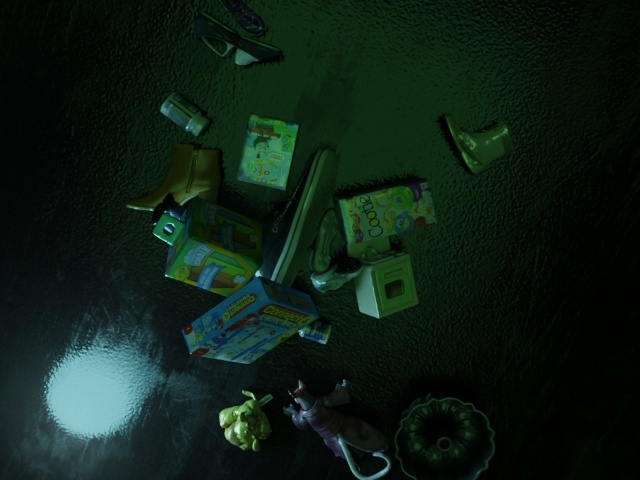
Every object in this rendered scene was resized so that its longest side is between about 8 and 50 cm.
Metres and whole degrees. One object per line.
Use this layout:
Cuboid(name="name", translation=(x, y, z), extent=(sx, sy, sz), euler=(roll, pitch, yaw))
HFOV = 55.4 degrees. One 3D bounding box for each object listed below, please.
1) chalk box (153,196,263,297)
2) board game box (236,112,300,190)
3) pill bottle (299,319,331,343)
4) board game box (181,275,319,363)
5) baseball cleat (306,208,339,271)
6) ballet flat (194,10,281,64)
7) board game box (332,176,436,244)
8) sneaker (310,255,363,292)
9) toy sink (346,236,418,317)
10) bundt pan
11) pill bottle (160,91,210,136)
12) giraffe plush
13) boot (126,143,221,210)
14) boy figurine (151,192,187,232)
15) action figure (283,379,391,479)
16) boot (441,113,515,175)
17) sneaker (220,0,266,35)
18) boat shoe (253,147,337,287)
Cuboid(name="chalk box", translation=(-0.330, 0.013, 1.743), extent=(0.289, 0.179, 0.180), euler=(21, 128, -24))
Cuboid(name="board game box", translation=(-0.164, -0.277, 1.909), extent=(0.160, 0.039, 0.211), euler=(12, 102, -2))
Cuboid(name="pill bottle", translation=(-0.029, 0.291, 1.999), extent=(0.120, 0.067, 0.067), euler=(18, 101, -3))
Cuboid(name="board game box", translation=(-0.204, 0.253, 1.862), extent=(0.302, 0.308, 0.086), euler=(-35, 61, 16))
Cuboid(name="baseball cleat", translation=(0.000, 0.000, 1.943), extent=(0.072, 0.109, 0.205), euler=(25, 70, -28))
Cuboid(name="ballet flat", translation=(-0.254, -0.589, 1.832), extent=(0.280, 0.095, 0.096), euler=(28, 110, 6))
Cuboid(name="board game box", translation=(0.192, -0.094, 1.866), extent=(0.275, 0.144, 0.142), euler=(-14, 100, -5))
Cuboid(name="sneaker", translation=(0.061, 0.112, 1.905), extent=(0.086, 0.237, 0.085), euler=(50, 55, -13))
Cuboid(name="toy sink", translation=(0.195, 0.103, 1.901), extent=(0.153, 0.131, 0.234), euler=(-16, 100, -24))
Cuboid(name="bundt pan", translation=(0.405, 0.649, 2.031), extent=(0.331, 0.124, 0.330), euler=(0, 101, 2))
Cuboid(name="pill bottle", translation=(-0.414, -0.385, 1.874), extent=(0.137, 0.078, 0.078), euler=(38, 99, -5))
Cuboid(name="giraffe plush", translation=(-0.242, 0.617, 2.013), extent=(0.181, 0.170, 0.210), euler=(36, 99, -5))
Cuboid(name="boot", translation=(-0.460, -0.197, 1.908), extent=(0.295, 0.104, 0.211), euler=(-1, 95, -3))
Cuboid(name="boy figurine", translation=(-0.368, -0.035, 1.880), extent=(0.285, 0.092, 0.177), euler=(31, 117, -32))
Cuboid(name="action figure", translation=(0.024, 0.602, 1.968), extent=(0.248, 0.275, 0.370), euler=(-41, 111, 14))
Cuboid(name="boot", translation=(0.484, -0.327, 1.869), extent=(0.165, 0.077, 0.213), euler=(-32, 104, 7))
Cuboid(name="sneaker", translation=(-0.238, -0.680, 1.818), extent=(0.170, 0.071, 0.068), euler=(40, 99, -7))
Cuboid(name="boat shoe", translation=(-0.095, -0.063, 1.865), extent=(0.156, 0.187, 0.500), euler=(30, 110, 16))
